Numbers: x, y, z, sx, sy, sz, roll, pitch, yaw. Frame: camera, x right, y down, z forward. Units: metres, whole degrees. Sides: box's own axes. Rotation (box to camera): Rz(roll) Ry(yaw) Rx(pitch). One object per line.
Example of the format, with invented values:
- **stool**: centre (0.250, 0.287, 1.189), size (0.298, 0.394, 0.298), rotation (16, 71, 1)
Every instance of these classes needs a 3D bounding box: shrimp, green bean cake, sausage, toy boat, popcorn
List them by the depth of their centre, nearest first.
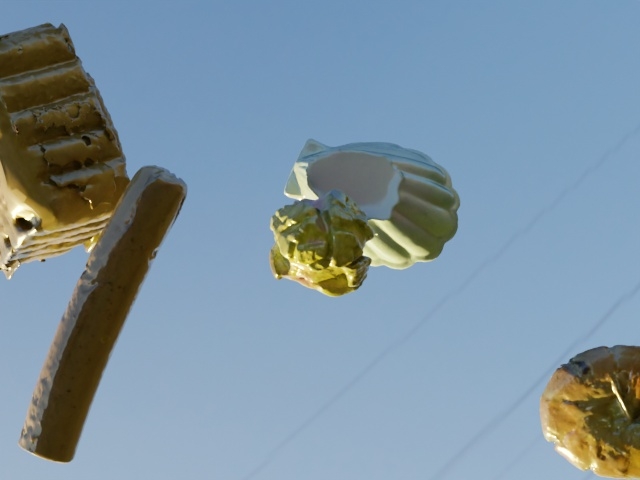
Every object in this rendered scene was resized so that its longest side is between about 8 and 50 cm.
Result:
- **sausage**: centre (-0.208, 0.069, 1.308), size (0.066, 0.066, 0.301), rotation (20, -86, -48)
- **shrimp**: centre (0.350, 0.176, 1.357), size (0.061, 0.267, 0.145), rotation (-30, -55, -61)
- **green bean cake**: centre (-0.310, -0.091, 1.447), size (0.131, 0.224, 0.230), rotation (-19, -6, -34)
- **popcorn**: centre (0.000, 0.000, 1.641), size (0.126, 0.145, 0.126), rotation (9, -84, -31)
- **toy boat**: centre (0.075, -0.074, 2.161), size (0.199, 0.290, 0.100), rotation (-65, -23, -8)
